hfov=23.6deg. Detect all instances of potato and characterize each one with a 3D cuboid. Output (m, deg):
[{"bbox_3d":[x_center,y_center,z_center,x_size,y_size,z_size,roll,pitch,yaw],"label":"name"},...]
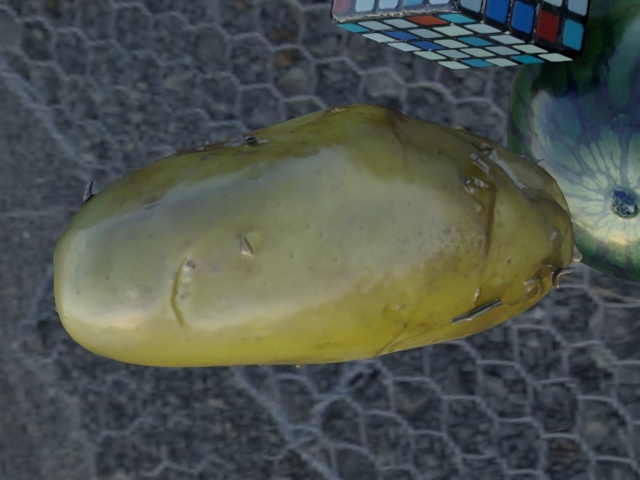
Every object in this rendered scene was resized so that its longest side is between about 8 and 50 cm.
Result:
[{"bbox_3d":[0.000,0.000,0.863,0.300,0.173,0.140,-6,75,-11],"label":"potato"}]

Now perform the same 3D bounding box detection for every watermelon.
[{"bbox_3d":[0.364,-0.117,1.600,0.363,0.363,0.363,-1,88,33],"label":"watermelon"}]

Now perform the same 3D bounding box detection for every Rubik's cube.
[{"bbox_3d":[0.141,-0.278,1.485,0.187,0.184,0.182,3,82,50],"label":"Rubik's cube"}]
